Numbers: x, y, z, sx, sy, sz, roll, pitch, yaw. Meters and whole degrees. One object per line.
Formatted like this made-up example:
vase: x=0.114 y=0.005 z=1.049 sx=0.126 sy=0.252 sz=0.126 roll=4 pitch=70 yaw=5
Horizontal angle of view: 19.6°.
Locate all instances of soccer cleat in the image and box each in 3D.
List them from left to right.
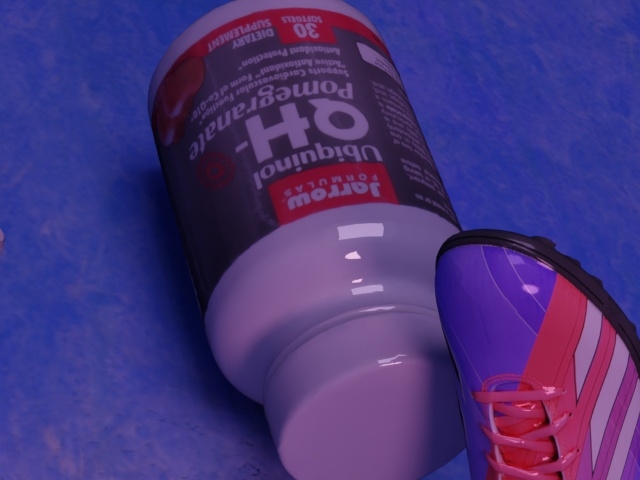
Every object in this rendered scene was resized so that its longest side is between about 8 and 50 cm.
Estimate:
soccer cleat: x=0.129 y=0.129 z=1.052 sx=0.109 sy=0.318 sz=0.116 roll=7 pitch=48 yaw=31

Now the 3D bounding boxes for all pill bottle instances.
pill bottle: x=0.000 y=0.000 z=1.202 sx=0.176 sy=0.176 sz=0.318 roll=3 pitch=44 yaw=-24

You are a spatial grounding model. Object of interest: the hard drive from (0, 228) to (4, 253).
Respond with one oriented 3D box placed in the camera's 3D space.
hard drive: x=-0.373 y=-0.001 z=1.122 sx=0.203 sy=0.040 sz=0.307 roll=41 pitch=43 yaw=18
